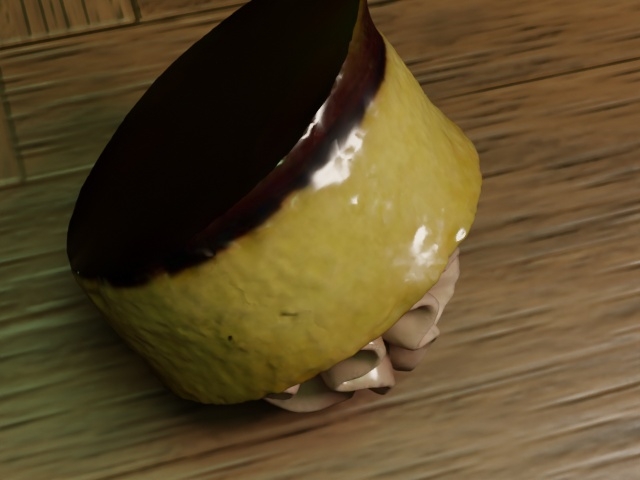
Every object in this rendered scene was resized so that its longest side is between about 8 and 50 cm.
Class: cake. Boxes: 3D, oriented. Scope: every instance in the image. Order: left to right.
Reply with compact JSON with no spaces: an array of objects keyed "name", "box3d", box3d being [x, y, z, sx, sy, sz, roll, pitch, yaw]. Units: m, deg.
[{"name":"cake","box3d":[0.000,0.000,0.749,0.178,0.207,0.185,40,21,-26]}]
